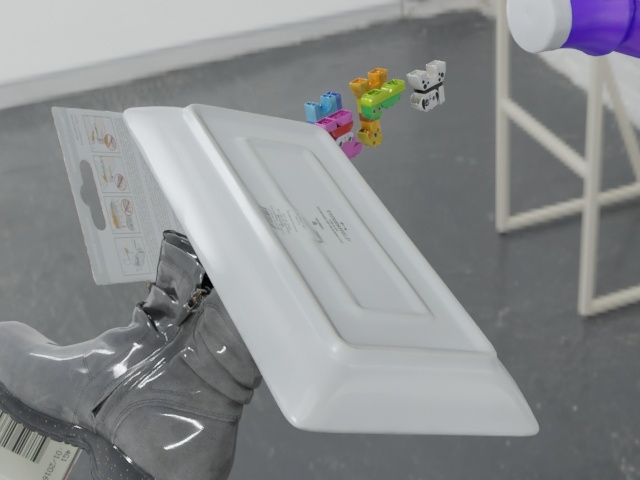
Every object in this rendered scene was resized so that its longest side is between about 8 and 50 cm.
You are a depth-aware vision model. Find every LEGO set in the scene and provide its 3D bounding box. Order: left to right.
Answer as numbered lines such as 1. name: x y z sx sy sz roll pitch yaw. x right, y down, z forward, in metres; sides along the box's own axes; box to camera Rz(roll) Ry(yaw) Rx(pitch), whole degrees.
1. LEGO set: 0.062 -0.152 1.549 0.227 0.093 0.087 -31 34 -35

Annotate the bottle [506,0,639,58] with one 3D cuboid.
1. bottle: 0.298 -0.223 1.082 0.282 0.118 0.092 -16 26 -25

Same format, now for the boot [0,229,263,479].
1. boot: -0.164 0.088 1.081 0.338 0.223 0.118 27 8 36

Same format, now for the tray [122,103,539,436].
1. tray: 0.000 0.000 0.639 0.145 0.030 0.270 6 32 -32

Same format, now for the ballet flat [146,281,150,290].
1. ballet flat: -0.160 0.024 1.661 0.164 0.483 0.182 27 74 -10

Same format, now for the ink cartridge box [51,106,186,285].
1. ink cartridge box: -0.193 -0.041 1.273 0.066 0.189 0.232 -21 -9 35

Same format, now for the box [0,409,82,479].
1. box: -0.371 0.236 1.465 0.148 0.232 0.127 28 71 -10
